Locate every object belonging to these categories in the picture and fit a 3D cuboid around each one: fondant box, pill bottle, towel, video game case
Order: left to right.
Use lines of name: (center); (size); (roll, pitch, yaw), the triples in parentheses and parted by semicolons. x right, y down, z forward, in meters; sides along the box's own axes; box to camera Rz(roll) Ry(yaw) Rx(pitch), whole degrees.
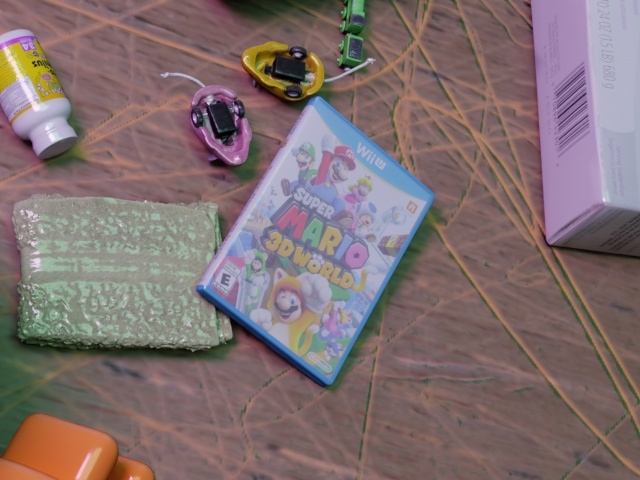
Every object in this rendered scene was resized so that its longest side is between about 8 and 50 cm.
pill bottle: (-0.197, -0.098, 1.089); (0.043, 0.043, 0.083); (-24, 80, -27)
towel: (-0.132, 0.023, 1.076); (0.148, 0.027, 0.110); (2, 70, -21)
video game case: (0.000, 0.000, 1.115); (0.119, 0.015, 0.166); (39, 66, -20)
fondant box: (0.336, -0.102, 1.265); (0.330, 0.096, 0.238); (7, 67, -19)

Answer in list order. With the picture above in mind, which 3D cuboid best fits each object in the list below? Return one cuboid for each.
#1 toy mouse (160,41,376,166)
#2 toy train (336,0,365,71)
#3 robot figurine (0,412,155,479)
toy mouse: (-0.039, -0.074, 1.146); (0.161, 0.031, 0.143); (8, 67, -18)
toy train: (0.025, -0.167, 1.212); (0.017, 0.024, 0.083); (12, 66, -16)
robot figurine: (-0.177, 0.212, 0.918); (0.128, 0.158, 0.219); (27, 69, 0)
